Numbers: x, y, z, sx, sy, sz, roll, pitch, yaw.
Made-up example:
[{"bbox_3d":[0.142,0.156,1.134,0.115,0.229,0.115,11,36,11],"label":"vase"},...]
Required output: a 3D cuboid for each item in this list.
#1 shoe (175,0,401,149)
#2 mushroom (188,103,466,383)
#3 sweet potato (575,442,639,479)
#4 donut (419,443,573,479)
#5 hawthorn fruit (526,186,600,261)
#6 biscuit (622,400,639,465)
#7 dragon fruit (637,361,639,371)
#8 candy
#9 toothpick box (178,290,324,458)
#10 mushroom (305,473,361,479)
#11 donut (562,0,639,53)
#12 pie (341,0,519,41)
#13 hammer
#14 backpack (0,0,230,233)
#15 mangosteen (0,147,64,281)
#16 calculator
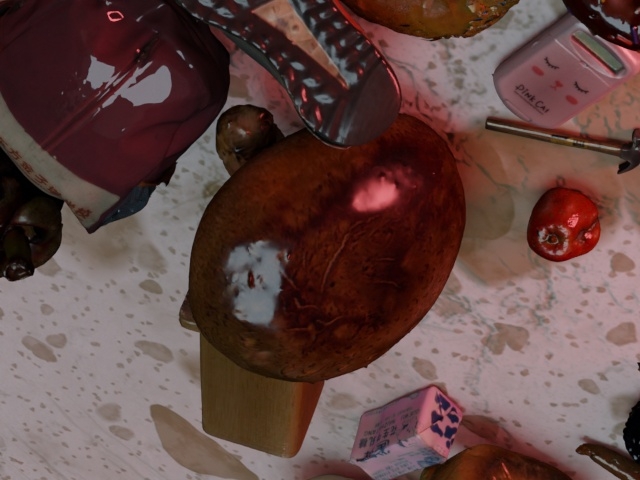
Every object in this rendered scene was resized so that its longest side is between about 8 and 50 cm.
[{"bbox_3d":[-0.046,-0.247,1.638,0.132,0.171,0.336,-43,97,9],"label":"shoe"},{"bbox_3d":[0.011,0.013,1.759,0.345,0.239,0.345,-2,124,-3],"label":"mushroom"},{"bbox_3d":[0.454,0.324,2.121,0.214,0.050,0.050,19,141,13],"label":"sweet potato"},{"bbox_3d":[0.263,0.398,2.151,0.261,0.208,0.128,16,136,-27],"label":"donut"},{"bbox_3d":[0.280,-0.014,1.785,0.093,0.093,0.093,13,139,11],"label":"hawthorn fruit"},{"bbox_3d":[0.492,0.257,2.021,0.194,0.053,0.194,13,140,11],"label":"biscuit"},{"bbox_3d":[0.508,0.188,1.887,0.246,0.125,0.125,17,144,17],"label":"dragon fruit"},{"bbox_3d":[0.120,0.279,2.185,0.073,0.092,0.160,39,139,-22],"label":"candy"},{"bbox_3d":[-0.070,0.139,2.054,0.190,0.187,0.308,14,144,8],"label":"toothpick box"},{"bbox_3d":[0.045,0.486,2.344,0.260,0.254,0.234,45,151,45],"label":"mushroom"},{"bbox_3d":[0.324,-0.265,1.479,0.230,0.096,0.216,6,138,18],"label":"donut"},{"bbox_3d":[0.101,-0.306,1.558,0.273,0.069,0.273,11,144,8],"label":"pie"},{"bbox_3d":[0.274,-0.112,1.736,0.182,0.017,0.062,12,139,15],"label":"hammer"},{"bbox_3d":[-0.248,-0.187,1.752,0.283,0.197,0.317,39,133,-18],"label":"backpack"},{"bbox_3d":[-0.408,-0.044,1.939,0.250,0.211,0.211,54,154,33],"label":"mangosteen"},{"bbox_3d":[0.263,-0.183,1.647,0.100,0.032,0.175,37,138,-17],"label":"calculator"}]
